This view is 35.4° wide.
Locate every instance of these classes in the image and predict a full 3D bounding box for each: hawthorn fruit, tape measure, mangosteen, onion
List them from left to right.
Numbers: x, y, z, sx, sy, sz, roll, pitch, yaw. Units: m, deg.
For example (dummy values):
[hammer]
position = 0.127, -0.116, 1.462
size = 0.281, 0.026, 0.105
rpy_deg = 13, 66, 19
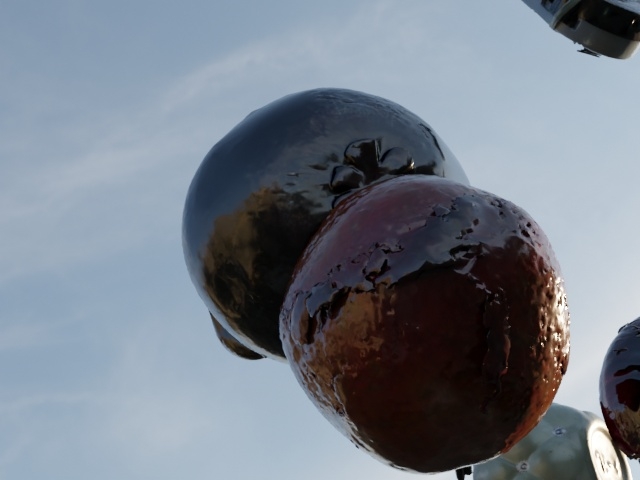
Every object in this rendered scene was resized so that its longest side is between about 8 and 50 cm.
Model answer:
[mangosteen]
position = 0.000, 0.000, 1.335
size = 0.382, 0.381, 0.435
rpy_deg = -1, -19, -18
[hawthorn fruit]
position = 0.099, 0.075, 0.988
size = 0.316, 0.315, 0.316
rpy_deg = -9, -37, -7
[tape measure]
position = 0.424, -0.355, 1.560
size = 0.182, 0.181, 0.107
rpy_deg = 12, -56, -24
[onion]
position = 0.561, 0.240, 1.466
size = 0.314, 0.313, 0.232
rpy_deg = -10, -34, -6

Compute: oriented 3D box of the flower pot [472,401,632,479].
[flower pot]
position = 0.365, 0.371, 1.560
size = 0.195, 0.246, 0.246
rpy_deg = -28, -38, 31
